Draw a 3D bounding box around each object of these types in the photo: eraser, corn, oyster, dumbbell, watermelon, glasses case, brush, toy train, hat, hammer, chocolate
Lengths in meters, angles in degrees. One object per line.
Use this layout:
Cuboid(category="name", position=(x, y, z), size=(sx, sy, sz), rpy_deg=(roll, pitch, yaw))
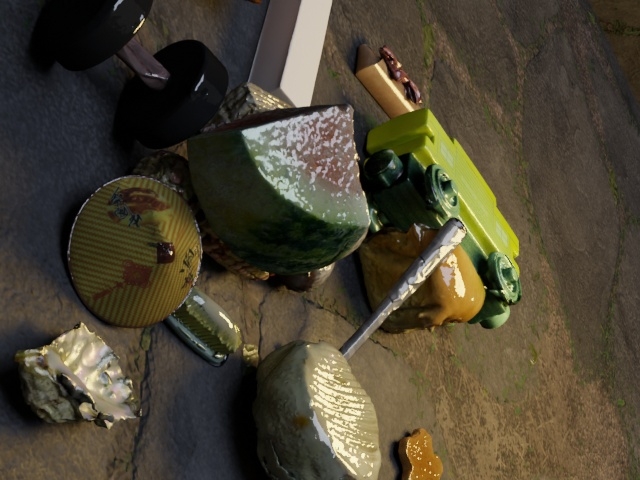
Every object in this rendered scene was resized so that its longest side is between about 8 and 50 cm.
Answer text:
Cuboid(category="eraser", position=(-0.050, -0.313, 2.019), size=(0.078, 0.076, 0.298), rpy_deg=(48, 38, -37))
Cuboid(category="corn", position=(-0.155, -0.026, 1.695), size=(0.280, 0.092, 0.092), rpy_deg=(46, 40, -46))
Cuboid(category="oyster", position=(-0.276, 0.166, 1.416), size=(0.209, 0.072, 0.132), rpy_deg=(-32, 98, -80))
Cuboid(category="dumbbell", position=(-0.237, -0.237, 1.587), size=(0.218, 0.152, 0.152), rpy_deg=(46, 39, -39))
Cuboid(category="watermelon", position=(-0.056, -0.083, 1.670), size=(0.310, 0.193, 0.231), rpy_deg=(46, 66, -30))
Cuboid(category="glasses case", position=(0.145, -0.302, 2.351), size=(0.193, 0.070, 0.102), rpy_deg=(46, 38, -40))
Cuboid(category="brush", position=(-0.186, 0.071, 1.613), size=(0.297, 0.060, 0.068), rpy_deg=(46, 42, -40))
Cuboid(category="toy train", position=(0.223, -0.039, 2.264), size=(0.442, 0.179, 0.272), rpy_deg=(51, 30, -32))
Cuboid(category="hat", position=(-0.205, 0.014, 1.517), size=(0.193, 0.082, 0.193), rpy_deg=(1, 89, -40))
Cuboid(category="hammer", position=(0.104, 0.114, 1.945), size=(0.427, 0.044, 0.152), rpy_deg=(-44, 115, -30))
Cuboid(category="chocolate", position=(0.000, 0.000, 1.921), size=(0.110, 0.110, 0.248), rpy_deg=(63, 36, -18))

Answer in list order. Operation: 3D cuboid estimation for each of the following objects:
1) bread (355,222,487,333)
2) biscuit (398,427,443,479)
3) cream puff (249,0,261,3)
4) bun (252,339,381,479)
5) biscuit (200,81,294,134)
Cuboid(category="bread", position=(0.169, 0.092, 2.107), size=(0.251, 0.174, 0.133), rpy_deg=(53, 38, -39))
Cuboid(category="biscuit", position=(0.174, 0.409, 2.091), size=(0.133, 0.027, 0.184), rpy_deg=(-40, 112, -59))
Cuboid(category="cream puff", position=(-0.134, -0.456, 1.823), size=(0.269, 0.241, 0.154), rpy_deg=(3, 65, -29))
Cuboid(category="bun", position=(-0.012, 0.264, 1.732), size=(0.239, 0.141, 0.239), rpy_deg=(45, 30, -35))
Cuboid(category="biscuit", position=(-0.076, -0.157, 1.864), size=(0.239, 0.108, 0.061), rpy_deg=(24, 34, -53))
